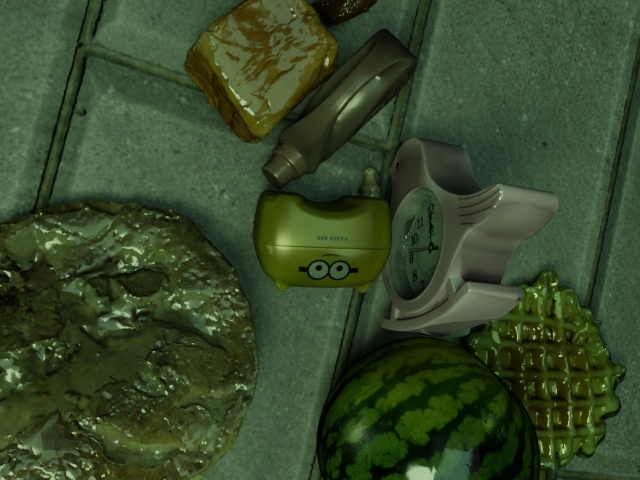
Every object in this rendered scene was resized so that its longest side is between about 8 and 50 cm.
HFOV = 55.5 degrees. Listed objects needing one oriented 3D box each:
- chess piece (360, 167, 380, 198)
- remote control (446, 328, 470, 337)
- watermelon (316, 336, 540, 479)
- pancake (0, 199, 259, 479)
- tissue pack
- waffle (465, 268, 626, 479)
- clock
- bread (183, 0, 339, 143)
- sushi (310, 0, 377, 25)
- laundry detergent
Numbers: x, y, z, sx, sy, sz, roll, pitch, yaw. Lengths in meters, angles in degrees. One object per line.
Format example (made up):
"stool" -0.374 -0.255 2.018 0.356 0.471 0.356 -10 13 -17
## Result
"chess piece" 0.074 -0.060 0.890 0.035 0.035 0.092 -1 89 -22
"remote control" 0.201 0.031 0.930 0.090 0.049 0.230 9 88 -42
"watermelon" 0.136 0.267 0.794 0.285 0.285 0.285 -1 92 -22
"pancake" -0.252 0.124 0.678 0.386 0.082 0.387 11 59 -18
"tissue pack" 0.000 0.000 0.810 0.178 0.123 0.127 3 99 -14
"waffle" 0.359 0.221 0.994 0.297 0.073 0.317 -44 100 -20
"clock" 0.173 -0.025 0.784 0.080 0.290 0.276 9 72 -20
"bread" -0.074 -0.221 0.770 0.158 0.149 0.143 -45 105 -8
"sushi" 0.040 -0.347 0.851 0.118 0.061 0.060 -43 133 -22
"laundry detergent" 0.022 -0.171 0.791 0.076 0.171 0.237 45 74 0
